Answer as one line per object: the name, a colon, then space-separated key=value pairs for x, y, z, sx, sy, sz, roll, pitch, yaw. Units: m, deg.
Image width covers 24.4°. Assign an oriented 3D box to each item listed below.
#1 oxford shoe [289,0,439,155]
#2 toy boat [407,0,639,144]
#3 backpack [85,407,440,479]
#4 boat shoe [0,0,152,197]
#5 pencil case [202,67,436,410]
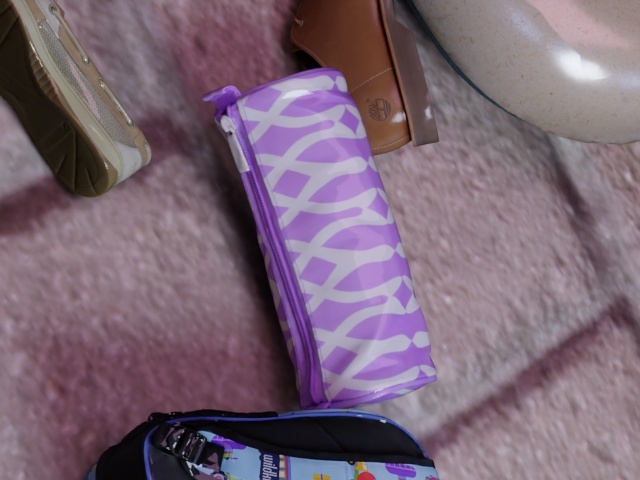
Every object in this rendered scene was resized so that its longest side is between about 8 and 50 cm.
oxford shoe: x=0.011 y=-0.150 z=0.926 sx=0.076 sy=0.076 sz=0.212 roll=-16 pitch=66 yaw=4
toy boat: x=0.184 y=-0.200 z=1.021 sx=0.318 sy=0.148 sz=0.268 roll=-28 pitch=84 yaw=-29
backpack: x=-0.021 y=0.164 z=0.754 sx=0.173 sy=0.117 sz=0.158 roll=0 pitch=72 yaw=-32
boat shoe: x=-0.148 y=-0.098 z=0.810 sx=0.153 sy=0.056 sz=0.048 roll=56 pitch=44 yaw=-5
pencil case: x=0.000 y=0.000 z=0.846 sx=0.088 sy=0.086 sz=0.206 roll=-10 pitch=78 yaw=-48
